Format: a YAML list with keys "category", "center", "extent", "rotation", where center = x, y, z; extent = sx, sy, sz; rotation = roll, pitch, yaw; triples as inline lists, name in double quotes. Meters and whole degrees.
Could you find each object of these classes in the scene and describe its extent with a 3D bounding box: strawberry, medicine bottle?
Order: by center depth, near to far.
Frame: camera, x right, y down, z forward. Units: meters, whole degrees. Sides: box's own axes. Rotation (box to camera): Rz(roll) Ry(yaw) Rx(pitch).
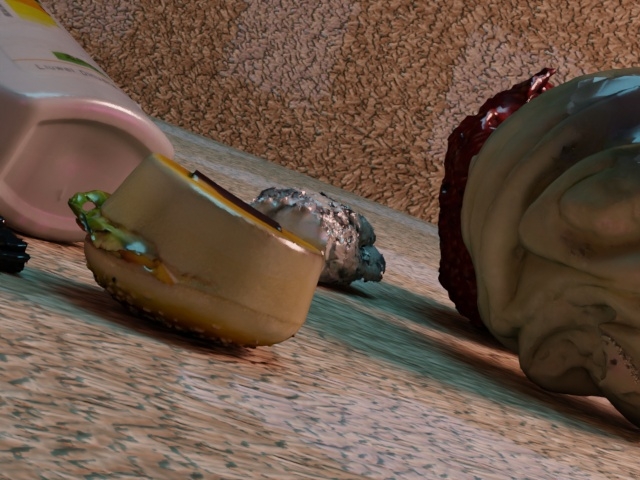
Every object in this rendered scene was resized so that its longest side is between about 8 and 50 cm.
- category: "medicine bottle"
  center: [-0.230, -0.125, 1.169]
  extent: [0.161, 0.111, 0.296]
  rotation: [20, 19, -49]
- category: "strawberry"
  center: [0.202, -0.002, 1.543]
  extent: [0.274, 0.220, 0.274]
  rotation: [26, 40, -24]

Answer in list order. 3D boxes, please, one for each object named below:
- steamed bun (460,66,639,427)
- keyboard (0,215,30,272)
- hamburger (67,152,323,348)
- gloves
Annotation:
- category: "steamed bun"
  center: [0.250, -0.008, 1.242]
  extent: [0.320, 0.275, 0.206]
  rotation: [10, -41, 13]
- category: "keyboard"
  center: [-0.233, -0.025, 1.003]
  extent: [0.072, 0.023, 0.231]
  rotation: [15, 6, -31]
- category: "hamburger"
  center: [-0.069, 0.009, 0.939]
  extent: [0.141, 0.081, 0.126]
  rotation: [31, 2, -21]
- category: "gloves"
  center: [0.001, -0.004, 1.478]
  extent: [0.114, 0.070, 0.153]
  rotation: [21, 2, 19]
